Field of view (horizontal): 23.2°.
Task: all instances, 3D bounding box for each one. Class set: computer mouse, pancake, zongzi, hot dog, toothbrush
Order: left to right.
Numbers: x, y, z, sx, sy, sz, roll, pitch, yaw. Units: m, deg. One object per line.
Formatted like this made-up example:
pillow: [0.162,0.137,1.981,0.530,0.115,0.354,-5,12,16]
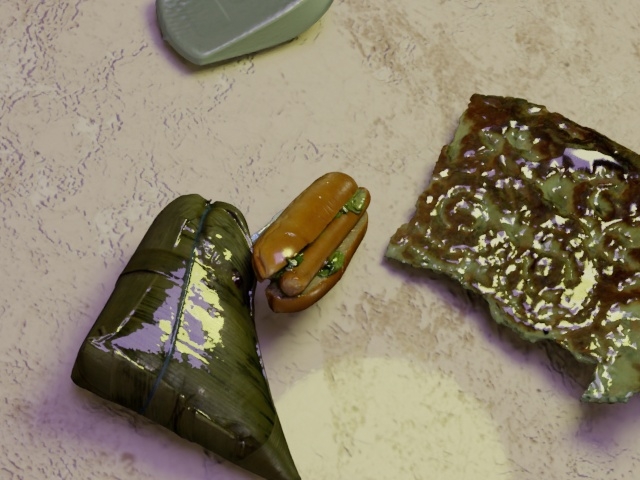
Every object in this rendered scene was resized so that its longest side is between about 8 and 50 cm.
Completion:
zongzi: [-0.089,0.101,1.641,0.274,0.125,0.251,29,64,-4]
toothbrush: [-0.094,0.013,1.751,0.014,0.017,0.162,44,59,9]
computer mouse: [-0.088,-0.289,1.907,0.231,0.079,0.128,-25,62,-9]
hot dog: [0.000,0.000,1.693,0.100,0.068,0.249,68,29,-18]
pancake: [0.284,0.009,1.787,0.427,0.067,0.305,36,67,22]
